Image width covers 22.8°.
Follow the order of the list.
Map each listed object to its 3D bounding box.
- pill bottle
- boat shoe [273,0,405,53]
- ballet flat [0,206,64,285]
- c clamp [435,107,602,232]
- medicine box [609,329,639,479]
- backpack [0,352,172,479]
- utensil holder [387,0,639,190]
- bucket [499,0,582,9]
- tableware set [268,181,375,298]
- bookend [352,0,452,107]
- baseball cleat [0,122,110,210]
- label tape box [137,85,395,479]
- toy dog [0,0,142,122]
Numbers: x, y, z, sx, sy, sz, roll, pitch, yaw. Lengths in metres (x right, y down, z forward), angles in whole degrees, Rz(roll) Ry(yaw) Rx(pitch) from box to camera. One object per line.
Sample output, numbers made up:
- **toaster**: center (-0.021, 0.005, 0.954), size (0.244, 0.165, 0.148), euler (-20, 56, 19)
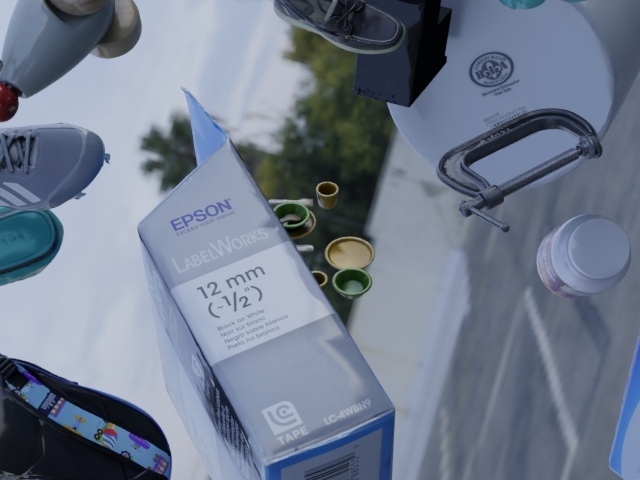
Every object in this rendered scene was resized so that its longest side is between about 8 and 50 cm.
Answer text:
- **pill bottle**: center (0.360, 0.021, 2.153), size (0.193, 0.108, 0.108), euler (106, -179, -83)
- **boat shoe**: center (0.016, -0.241, 1.705), size (0.049, 0.152, 0.056), euler (52, -124, -75)
- **ballet flat**: center (-0.354, 0.028, 1.454), size (0.087, 0.247, 0.083), euler (113, 141, -77)
- **c clamp**: center (0.169, -0.061, 1.313), size (0.161, 0.137, 0.022), euler (-30, -56, -23)
- **medicine box**: center (0.491, 0.209, 1.767), size (0.149, 0.289, 0.263), euler (-17, -52, -34)
- **backpack**: center (-0.216, 0.192, 1.287), size (0.117, 0.173, 0.158), euler (131, 156, -57)
- **utensil holder**: center (0.279, -0.280, 2.132), size (0.385, 0.328, 0.327), euler (-51, -21, -58)
- **bucket**: center (0.208, -0.376, 1.479), size (0.183, 0.281, 0.281), euler (58, -138, -50)
- **tableware set**: center (0.000, 0.000, 1.518), size (0.154, 0.104, 0.024), euler (-92, 2, -48)
- **bookend**: center (0.104, -0.260, 1.859), size (0.156, 0.072, 0.157), euler (-52, -27, -56)
- **baseball cleat**: center (-0.277, -0.063, 1.297), size (0.109, 0.206, 0.072), euler (23, -117, -53)
- **label tape box**: center (-0.067, 0.085, 1.275), size (0.347, 0.115, 0.249), euler (56, 162, 32)
- **toy dog**: center (-0.365, -0.235, 1.839), size (0.334, 0.161, 0.220), euler (-36, -23, -32)
